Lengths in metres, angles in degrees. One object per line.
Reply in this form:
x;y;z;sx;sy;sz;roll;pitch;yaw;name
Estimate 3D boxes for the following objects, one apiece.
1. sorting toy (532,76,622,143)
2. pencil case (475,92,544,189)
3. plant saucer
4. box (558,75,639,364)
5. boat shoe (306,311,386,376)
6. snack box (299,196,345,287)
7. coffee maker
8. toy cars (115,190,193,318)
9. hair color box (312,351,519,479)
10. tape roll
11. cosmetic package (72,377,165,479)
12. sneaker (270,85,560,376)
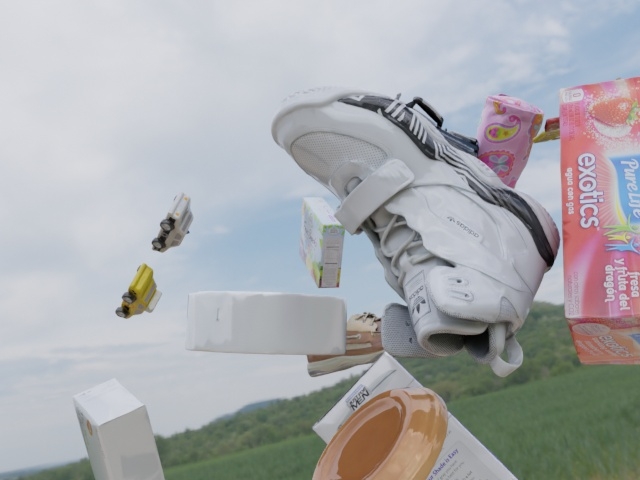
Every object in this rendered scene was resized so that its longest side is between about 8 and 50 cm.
0.456;-0.210;0.998;0.274;0.046;0.132;-13;-10;16;sorting toy
0.331;-0.136;1.284;0.124;0.124;0.284;-2;-63;-35;pencil case
0.056;0.238;0.742;0.200;0.037;0.200;-44;9;9;plant saucer
0.355;-0.023;0.756;0.142;0.300;0.154;-4;-30;25;box
0.097;0.217;1.478;0.324;0.117;0.123;-19;-13;26;boat shoe
0.000;0.000;1.021;0.037;0.100;0.141;1;19;-15;snack box
0.177;-0.150;1.187;0.178;0.171;0.120;28;-18;-3;coffee maker
-0.412;0.055;1.706;0.087;0.394;0.176;28;11;-11;toy cars
0.171;0.374;1.128;0.185;0.339;0.110;-45;-14;-4;hair color box
-0.095;0.146;1.168;0.285;0.100;0.286;2;-7;0;tape roll
-0.225;0.294;0.786;0.060;0.239;0.098;-21;20;-35;cosmetic package
0.089;-0.010;0.710;0.365;0.210;0.137;30;-39;-8;sneaker
